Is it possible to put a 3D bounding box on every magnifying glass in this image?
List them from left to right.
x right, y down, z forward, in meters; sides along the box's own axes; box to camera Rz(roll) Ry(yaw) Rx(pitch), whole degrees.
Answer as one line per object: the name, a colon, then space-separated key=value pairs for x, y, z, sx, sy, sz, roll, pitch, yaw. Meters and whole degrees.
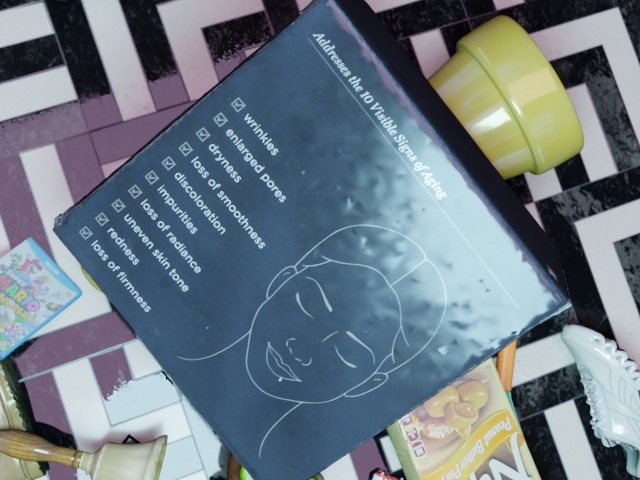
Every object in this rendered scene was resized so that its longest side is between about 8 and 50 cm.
magnifying glass: x=0.295 y=0.270 z=1.581 sx=0.092 sy=0.026 sz=0.230 roll=9 pitch=81 yaw=-10

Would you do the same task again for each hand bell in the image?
hand bell: x=-0.348 y=0.303 z=1.355 sx=0.242 sy=0.126 sz=0.126 roll=15 pitch=81 yaw=-1

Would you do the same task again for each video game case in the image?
video game case: x=-0.447 y=0.082 z=1.420 sx=0.119 sy=0.015 sz=0.166 roll=47 pitch=46 yaw=-2

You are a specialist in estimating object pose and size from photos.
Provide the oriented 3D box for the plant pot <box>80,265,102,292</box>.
plant pot: x=-0.303 y=0.026 z=1.450 sx=0.095 sy=0.134 sz=0.134 roll=-37 pitch=92 yaw=15

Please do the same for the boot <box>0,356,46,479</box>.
boot: x=-0.558 y=0.285 z=1.382 sx=0.270 sy=0.089 sz=0.236 roll=-18 pitch=87 yaw=-11

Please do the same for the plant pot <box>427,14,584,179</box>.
plant pot: x=0.245 y=-0.185 z=1.523 sx=0.239 sy=0.254 sz=0.254 roll=-32 pitch=90 yaw=3

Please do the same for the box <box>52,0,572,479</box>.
box: x=0.000 y=0.000 z=1.312 sx=0.472 sy=0.297 sz=0.480 roll=-37 pitch=93 yaw=17

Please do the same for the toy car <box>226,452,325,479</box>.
toy car: x=-0.093 y=0.403 z=1.433 sx=0.149 sy=0.155 sz=0.188 roll=26 pitch=89 yaw=-7

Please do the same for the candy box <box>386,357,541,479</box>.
candy box: x=0.228 y=0.347 z=1.503 sx=0.183 sy=0.087 sz=0.316 roll=-22 pitch=88 yaw=-15

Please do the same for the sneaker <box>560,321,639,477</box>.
sneaker: x=0.483 y=0.262 z=1.582 sx=0.118 sy=0.110 sz=0.292 roll=-39 pitch=91 yaw=-4

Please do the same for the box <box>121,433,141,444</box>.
box: x=-0.292 y=0.339 z=1.439 sx=0.052 sy=0.062 sz=0.083 roll=40 pitch=77 yaw=-6

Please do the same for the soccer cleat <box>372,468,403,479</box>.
soccer cleat: x=0.119 y=0.393 z=1.532 sx=0.083 sy=0.029 sz=0.035 roll=26 pitch=92 yaw=-7
